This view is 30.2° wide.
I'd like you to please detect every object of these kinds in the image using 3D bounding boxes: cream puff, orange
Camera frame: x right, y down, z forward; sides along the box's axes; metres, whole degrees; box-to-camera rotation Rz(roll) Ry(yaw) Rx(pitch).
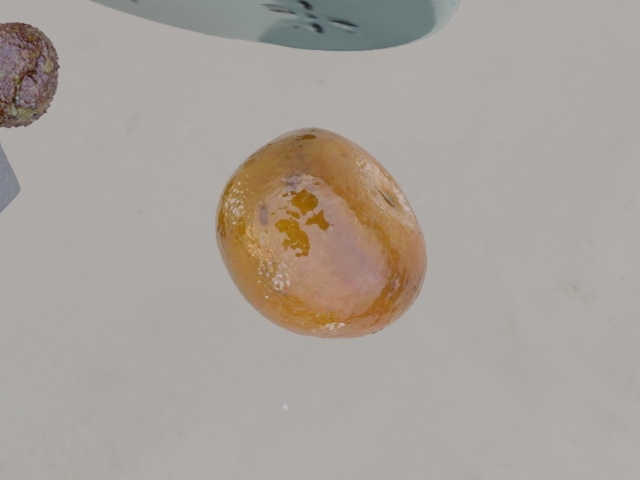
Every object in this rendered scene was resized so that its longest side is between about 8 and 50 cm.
[{"bbox_3d":[-0.405,-0.217,1.570,0.149,0.084,0.149,-14,110,-42],"label":"cream puff"},{"bbox_3d":[0.000,0.000,1.155,0.170,0.224,0.224,-34,111,23],"label":"orange"}]

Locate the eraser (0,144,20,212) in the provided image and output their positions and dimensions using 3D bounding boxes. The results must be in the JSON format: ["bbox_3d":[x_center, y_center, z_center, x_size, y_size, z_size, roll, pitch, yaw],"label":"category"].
[{"bbox_3d":[-0.495,-0.016,1.556,0.077,0.352,0.111,47,52,-12],"label":"eraser"}]

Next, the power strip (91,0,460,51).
[{"bbox_3d":[-0.066,-0.242,0.695,0.357,0.357,0.161,14,84,-18],"label":"power strip"}]
